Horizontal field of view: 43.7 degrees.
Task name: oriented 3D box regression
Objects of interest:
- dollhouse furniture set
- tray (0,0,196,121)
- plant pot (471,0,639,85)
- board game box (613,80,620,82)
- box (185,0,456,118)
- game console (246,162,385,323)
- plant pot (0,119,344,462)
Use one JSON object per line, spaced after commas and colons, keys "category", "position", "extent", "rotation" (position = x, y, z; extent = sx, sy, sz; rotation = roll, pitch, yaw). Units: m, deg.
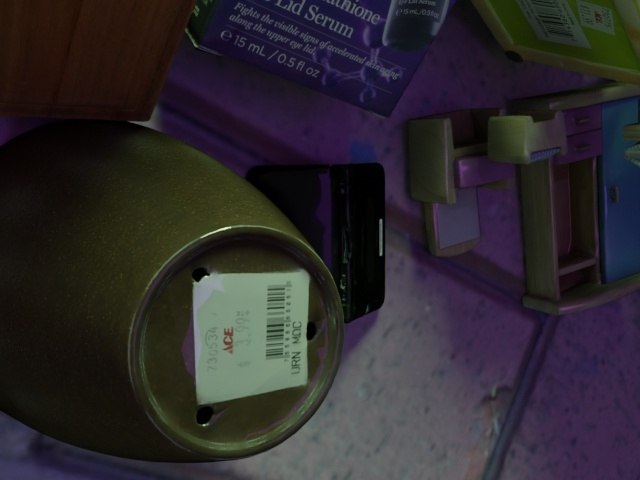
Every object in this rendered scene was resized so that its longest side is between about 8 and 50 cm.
{"category": "dollhouse furniture set", "position": [0.278, -0.017, 0.625], "extent": [0.286, 0.303, 0.198], "rotation": [-15, 105, -29]}
{"category": "tray", "position": [-0.120, -0.211, 0.328], "extent": [0.202, 0.411, 0.076], "rotation": [-2, 58, -31]}
{"category": "plant pot", "position": [0.222, -0.252, 0.600], "extent": [0.228, 0.227, 0.207], "rotation": [37, 83, -47]}
{"category": "board game box", "position": [0.445, -0.065, 0.859], "extent": [0.253, 0.079, 0.336], "rotation": [-21, 106, -28]}
{"category": "box", "position": [0.015, -0.208, 0.514], "extent": [0.153, 0.108, 0.207], "rotation": [14, 119, -31]}
{"category": "game console", "position": [0.000, 0.000, 0.632], "extent": [0.107, 0.071, 0.122], "rotation": [-13, 105, -60]}
{"category": "plant pot", "position": [-0.092, 0.034, 0.451], "extent": [0.215, 0.230, 0.215], "rotation": [-4, 97, -32]}
